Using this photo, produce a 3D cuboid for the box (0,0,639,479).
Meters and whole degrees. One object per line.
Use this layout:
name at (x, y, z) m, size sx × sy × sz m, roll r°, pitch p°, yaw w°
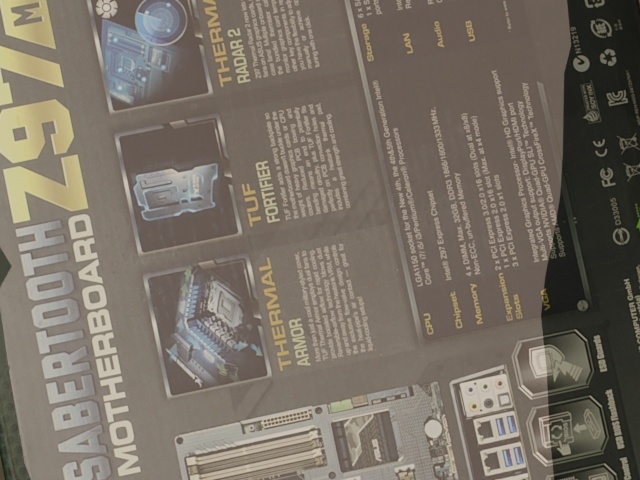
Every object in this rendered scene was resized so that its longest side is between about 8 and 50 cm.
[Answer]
box at (0.000, 0.000, 0.501) m, size 0.183 × 0.059 × 0.233 m, roll -12°, pitch 84°, yaw -7°
